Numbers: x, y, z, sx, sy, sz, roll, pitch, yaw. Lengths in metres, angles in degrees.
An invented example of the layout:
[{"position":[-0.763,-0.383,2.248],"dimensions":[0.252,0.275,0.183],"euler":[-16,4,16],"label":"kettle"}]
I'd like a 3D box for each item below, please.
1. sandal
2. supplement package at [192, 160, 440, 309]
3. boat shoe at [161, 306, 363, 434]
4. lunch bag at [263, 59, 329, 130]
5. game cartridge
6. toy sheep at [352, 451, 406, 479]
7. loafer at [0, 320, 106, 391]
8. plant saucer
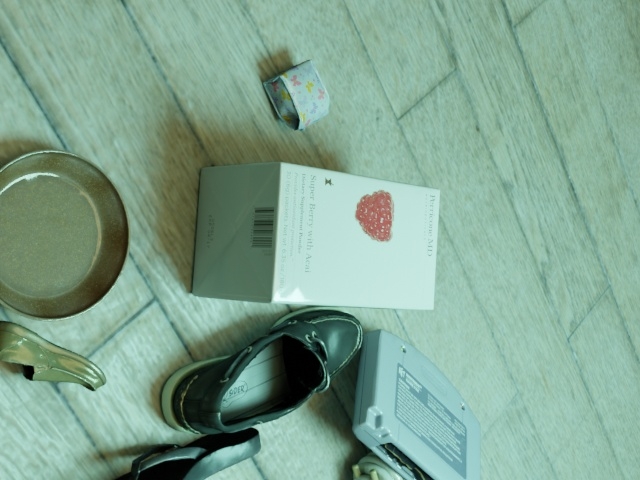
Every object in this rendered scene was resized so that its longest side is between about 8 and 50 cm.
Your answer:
[{"position":[-0.183,0.277,1.232],"dimensions":[0.254,0.097,0.054],"euler":[-20,105,-50],"label":"sandal"},{"position":[0.000,0.000,1.325],"dimensions":[0.293,0.175,0.177],"euler":[5,86,-42],"label":"supplement package"},{"position":[-0.046,0.175,1.330],"dimensions":[0.340,0.113,0.127],"euler":[-13,99,-41],"label":"boat shoe"},{"position":[-0.031,-0.201,1.377],"dimensions":[0.071,0.053,0.083],"euler":[-37,105,-37],"label":"lunch bag"},{"position":[0.151,0.272,1.496],"dimensions":[0.294,0.060,0.196],"euler":[45,40,-32],"label":"game cartridge"},{"position":[0.087,0.359,1.471],"dimensions":[0.132,0.091,0.091],"euler":[-37,114,-39],"label":"toy sheep"},{"position":[-0.317,0.143,1.133],"dimensions":[0.148,0.056,0.050],"euler":[33,70,-26],"label":"loafer"},{"position":[-0.316,-0.006,1.140],"dimensions":[0.199,0.036,0.198],"euler":[-1,92,-42],"label":"plant saucer"}]
